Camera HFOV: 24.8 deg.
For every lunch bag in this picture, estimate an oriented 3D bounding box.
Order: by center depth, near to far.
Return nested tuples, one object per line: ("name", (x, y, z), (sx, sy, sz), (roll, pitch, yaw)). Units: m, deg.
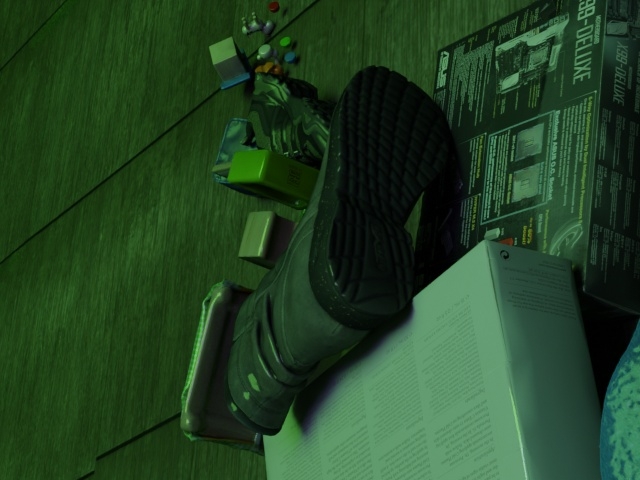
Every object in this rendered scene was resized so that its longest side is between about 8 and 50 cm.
("lunch bag", (-0.082, -0.105, 1.806), (0.067, 0.065, 0.098), (13, 81, 35))

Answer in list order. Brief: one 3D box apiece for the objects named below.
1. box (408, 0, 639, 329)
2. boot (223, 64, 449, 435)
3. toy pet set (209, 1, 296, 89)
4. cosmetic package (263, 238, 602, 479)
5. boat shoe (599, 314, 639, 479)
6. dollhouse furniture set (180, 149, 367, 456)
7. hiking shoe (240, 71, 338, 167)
("box", (0.191, -0.065, 1.317), (0.242, 0.076, 0.307), (-21, 55, 53))
("boot", (0.000, 0.000, 1.341), (0.223, 0.118, 0.338), (-48, 14, 41))
("toy pet set", (-0.084, -0.237, 1.922), (0.114, 0.065, 0.122), (-22, 48, 8))
("cosmetic package", (0.085, 0.215, 1.205), (0.377, 0.097, 0.284), (-43, 41, 47))
("boat shoe", (0.283, 0.086, 1.067), (0.109, 0.089, 0.258), (12, 75, 41))
("dollhouse furniture set", (-0.059, 0.079, 1.523), (0.151, 0.197, 0.301), (-6, 67, 57))
("hiking shoe", (-0.015, -0.110, 1.681), (0.227, 0.086, 0.114), (42, 120, 50))
